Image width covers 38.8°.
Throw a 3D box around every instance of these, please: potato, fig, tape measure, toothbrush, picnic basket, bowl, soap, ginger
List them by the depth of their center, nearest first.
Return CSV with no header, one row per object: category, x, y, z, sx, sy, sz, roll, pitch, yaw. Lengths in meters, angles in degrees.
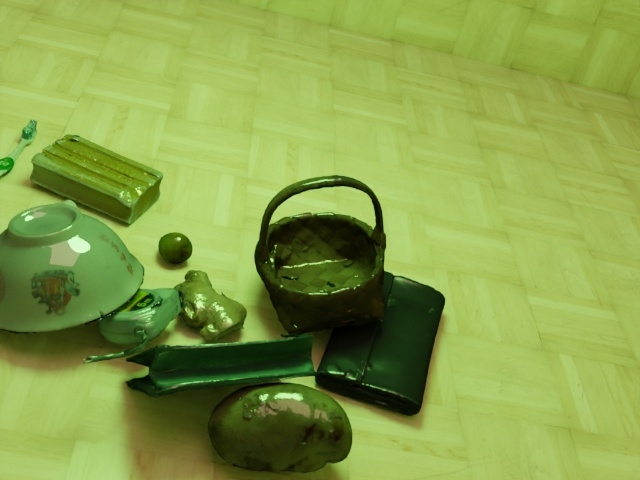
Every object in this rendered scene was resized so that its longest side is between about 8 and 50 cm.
potato,-0.071,0.337,1.641,0.262,0.165,0.165,10,34,-8
tape measure,-0.391,0.185,1.752,0.164,0.084,0.330,-3,22,21
bowl,-0.534,0.026,1.812,0.346,0.157,0.345,-2,28,1
ginger,-0.251,0.132,1.940,0.137,0.074,0.213,-7,44,-46
picnic basket,0.000,0.000,1.976,0.293,0.337,0.337,-8,38,-9
fig,-0.337,0.014,2.076,0.088,0.074,0.074,24,31,38
toothbrush,-0.768,-0.172,2.191,0.042,0.040,0.418,17,38,-3
soap,-0.540,-0.153,2.209,0.274,0.089,0.173,23,33,8

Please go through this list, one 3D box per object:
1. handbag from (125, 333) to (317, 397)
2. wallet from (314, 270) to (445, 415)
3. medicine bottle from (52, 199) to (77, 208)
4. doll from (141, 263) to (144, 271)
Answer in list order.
handbag,-0.187,0.228,1.711,0.326,0.089,0.238,-3,-6,-25
wallet,0.143,0.210,2.010,0.228,0.062,0.406,19,34,4
medicine bottle,-0.602,-0.059,2.077,0.052,0.052,0.089,31,36,20
doll,-0.450,0.051,1.980,0.104,0.062,0.195,14,19,-39
